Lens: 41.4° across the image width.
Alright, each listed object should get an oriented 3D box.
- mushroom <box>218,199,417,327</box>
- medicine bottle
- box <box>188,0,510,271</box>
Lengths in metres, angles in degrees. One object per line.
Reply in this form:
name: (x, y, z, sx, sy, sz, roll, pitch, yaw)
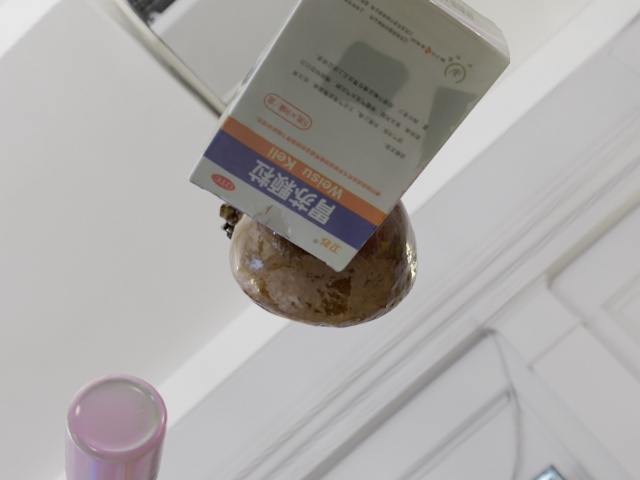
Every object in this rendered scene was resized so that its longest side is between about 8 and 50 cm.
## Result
mushroom: (-0.007, -0.008, 1.183, 0.195, 0.283, 0.263, 75, -149, -56)
medicine bottle: (-0.384, 0.396, 1.579, 0.178, 0.178, 0.291, -16, -34, -27)
box: (0.024, -0.141, 0.882, 0.200, 0.106, 0.299, 31, -62, -12)
